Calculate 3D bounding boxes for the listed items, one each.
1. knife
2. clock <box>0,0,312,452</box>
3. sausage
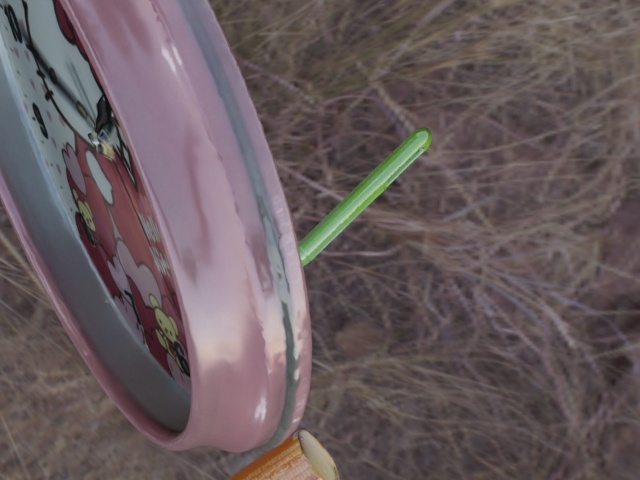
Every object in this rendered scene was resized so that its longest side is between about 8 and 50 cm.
[{"bbox_3d":[0.001,0.001,0.976,0.212,0.054,0.015,-45,74,-4],"label":"knife"},{"bbox_3d":[-0.073,-0.035,0.512,0.056,0.244,0.244,-24,100,-20],"label":"clock"},{"bbox_3d":[-0.092,0.286,1.481,0.234,0.071,0.071,-35,105,12],"label":"sausage"}]
